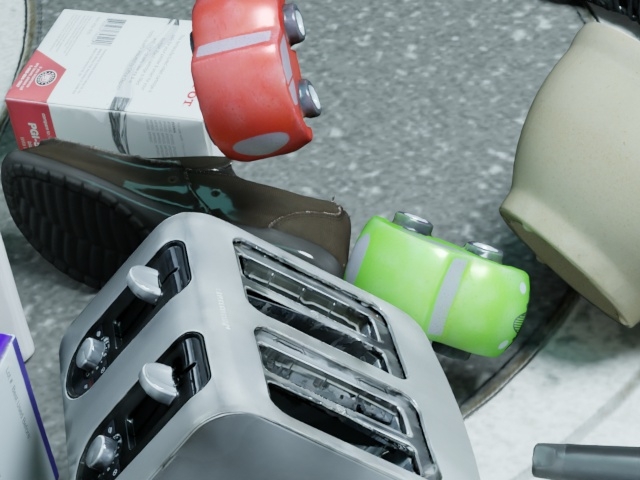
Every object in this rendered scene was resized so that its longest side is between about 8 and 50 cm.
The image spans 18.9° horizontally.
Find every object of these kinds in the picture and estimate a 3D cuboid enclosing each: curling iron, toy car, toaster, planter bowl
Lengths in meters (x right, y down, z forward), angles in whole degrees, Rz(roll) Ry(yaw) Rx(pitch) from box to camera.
[{"bbox_3d":[0.241,0.113,0.940,0.274,0.035,0.068,-2,38,6],"label":"curling iron"},{"bbox_3d":[0.000,0.000,1.004,0.225,0.239,0.053,21,7,12],"label":"toy car"},{"bbox_3d":[-0.022,0.094,0.897,0.185,0.110,0.168,27,24,-24],"label":"toaster"},{"bbox_3d":[0.166,-0.023,1.032,0.109,0.162,0.162,-48,49,-1],"label":"planter bowl"}]

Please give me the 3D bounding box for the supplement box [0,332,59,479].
[{"bbox_3d":[-0.262,0.110,0.965,0.220,0.111,0.114,5,44,16],"label":"supplement box"}]

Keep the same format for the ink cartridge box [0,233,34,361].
[{"bbox_3d":[-0.259,-0.072,1.048,0.115,0.273,0.198,-20,42,-13],"label":"ink cartridge box"}]

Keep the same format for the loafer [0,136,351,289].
[{"bbox_3d":[-0.080,-0.011,1.107,0.220,0.080,0.078,19,43,14],"label":"loafer"}]

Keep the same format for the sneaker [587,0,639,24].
[{"bbox_3d":[0.221,-0.155,1.232,0.170,0.051,0.089,7,39,12],"label":"sneaker"}]

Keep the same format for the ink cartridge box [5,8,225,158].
[{"bbox_3d":[-0.114,-0.092,1.210,0.135,0.056,0.099,8,44,18],"label":"ink cartridge box"}]
